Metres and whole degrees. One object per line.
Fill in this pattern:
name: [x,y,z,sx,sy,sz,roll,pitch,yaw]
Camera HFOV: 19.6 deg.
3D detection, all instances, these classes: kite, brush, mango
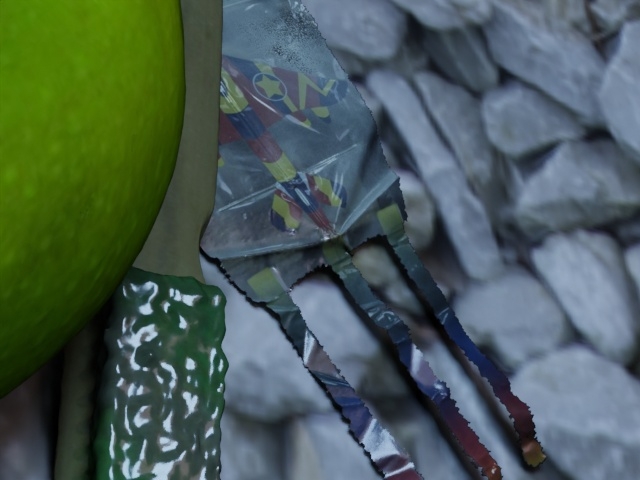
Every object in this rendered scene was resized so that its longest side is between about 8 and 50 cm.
kite: [0.001,-0.001,0.730,0.141,0.015,0.245,-27,79,-40]
brush: [-0.060,0.002,0.658,0.054,0.048,0.282,13,56,-21]
mango: [-0.165,-0.015,0.527,0.192,0.156,0.343,40,50,3]
